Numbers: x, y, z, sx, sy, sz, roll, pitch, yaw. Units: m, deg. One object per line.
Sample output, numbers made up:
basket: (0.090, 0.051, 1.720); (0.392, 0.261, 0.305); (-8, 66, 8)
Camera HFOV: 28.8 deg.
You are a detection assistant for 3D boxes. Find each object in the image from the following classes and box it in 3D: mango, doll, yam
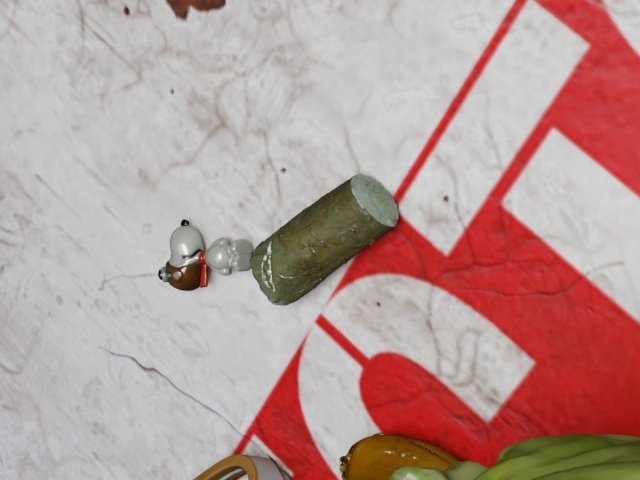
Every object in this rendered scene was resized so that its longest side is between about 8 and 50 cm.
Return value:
mango: (0.073, 0.183, 0.935); (0.127, 0.063, 0.077); (14, 149, 28)
doll: (-0.093, 0.018, 1.018); (0.085, 0.040, 0.058); (18, 104, 31)
yam: (0.000, 0.000, 0.935); (0.132, 0.054, 0.054); (-36, 83, 37)

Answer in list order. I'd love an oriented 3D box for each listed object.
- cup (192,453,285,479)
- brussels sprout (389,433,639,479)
cup: (-0.098, 0.308, 1.052); (0.264, 0.182, 0.226); (-30, 53, 45)
brussels sprout: (0.212, 0.283, 0.677); (0.360, 0.425, 0.343); (3, 89, -4)
